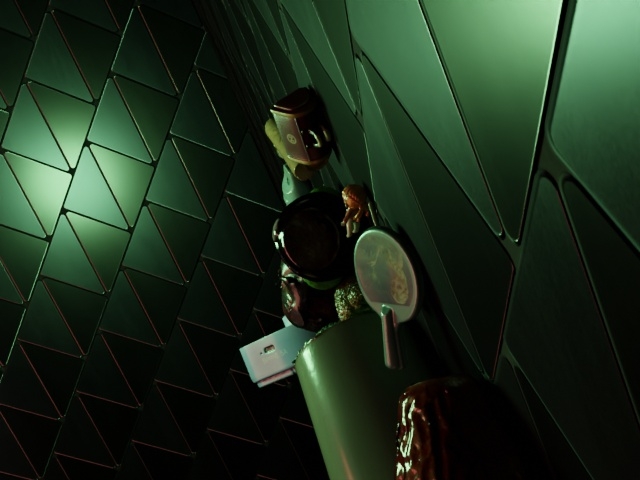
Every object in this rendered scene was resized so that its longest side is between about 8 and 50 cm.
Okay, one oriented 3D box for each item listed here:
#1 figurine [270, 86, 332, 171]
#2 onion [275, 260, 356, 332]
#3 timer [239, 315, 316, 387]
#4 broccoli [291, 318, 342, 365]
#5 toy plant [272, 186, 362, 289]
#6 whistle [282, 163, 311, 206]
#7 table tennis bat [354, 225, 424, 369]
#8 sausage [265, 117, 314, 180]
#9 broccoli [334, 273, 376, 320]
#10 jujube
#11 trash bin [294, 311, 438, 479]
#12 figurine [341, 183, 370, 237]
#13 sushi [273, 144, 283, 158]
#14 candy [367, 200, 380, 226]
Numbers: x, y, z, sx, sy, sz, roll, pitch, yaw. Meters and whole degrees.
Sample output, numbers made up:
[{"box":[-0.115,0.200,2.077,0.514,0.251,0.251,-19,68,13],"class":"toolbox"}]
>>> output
[{"box":[-0.015,-0.191,1.217,0.098,0.082,0.154,32,153,44],"class":"figurine"},{"box":[-0.004,0.109,1.723,0.281,0.221,0.281,32,142,30],"class":"onion"},{"box":[-0.024,0.281,2.019,0.395,0.395,0.173,97,150,-81],"class":"timer"},{"box":[0.079,0.298,1.527,0.245,0.288,0.248,63,146,9],"class":"broccoli"},{"box":[0.000,0.000,1.343,0.235,0.175,0.218,-23,-63,-80],"class":"toy plant"},{"box":[-0.061,-0.116,1.913,0.274,0.093,0.186,76,169,-50],"class":"whistle"},{"box":[0.107,0.092,1.036,0.149,0.038,0.237,17,121,50],"class":"table tennis bat"},{"box":[-0.082,-0.241,1.683,0.301,0.066,0.065,55,169,53],"class":"sausage"},{"box":[0.088,0.127,1.409,0.130,0.120,0.131,-35,-39,-65],"class":"broccoli"},{"box":[0.185,0.327,0.883,0.197,0.197,0.290,83,177,-74],"class":"jujube"},{"box":[0.134,0.372,1.203,0.280,0.280,0.432,72,175,-55],"class":"trash bin"},{"box":[0.061,-0.048,1.144,0.047,0.064,0.109,35,144,30],"class":"figurine"},{"box":[-0.105,-0.274,1.944,0.046,0.044,0.083,25,147,47],"class":"sushi"},{"box":[0.109,0.028,1.097,0.058,0.062,0.193,145,111,-83],"class":"candy"}]
